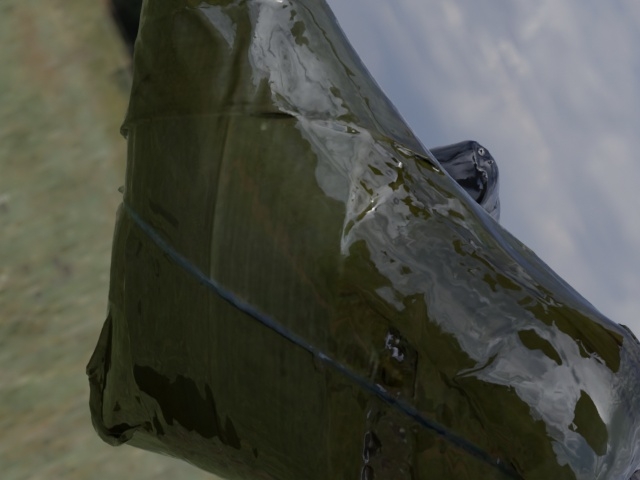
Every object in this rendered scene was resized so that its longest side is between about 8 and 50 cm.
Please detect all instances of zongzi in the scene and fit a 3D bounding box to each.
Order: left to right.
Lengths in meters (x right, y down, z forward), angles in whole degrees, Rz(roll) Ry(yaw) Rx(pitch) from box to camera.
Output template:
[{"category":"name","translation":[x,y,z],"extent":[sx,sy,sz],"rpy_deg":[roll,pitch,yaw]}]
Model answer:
[{"category":"zongzi","translation":[0.033,-0.026,1.064],"extent":[0.356,0.174,0.393],"rpy_deg":[18,-70,36]}]

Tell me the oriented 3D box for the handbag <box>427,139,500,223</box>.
[{"category":"handbag","translation":[0.000,0.000,1.462],"extent":[0.244,0.275,0.088],"rpy_deg":[76,10,-73]}]
